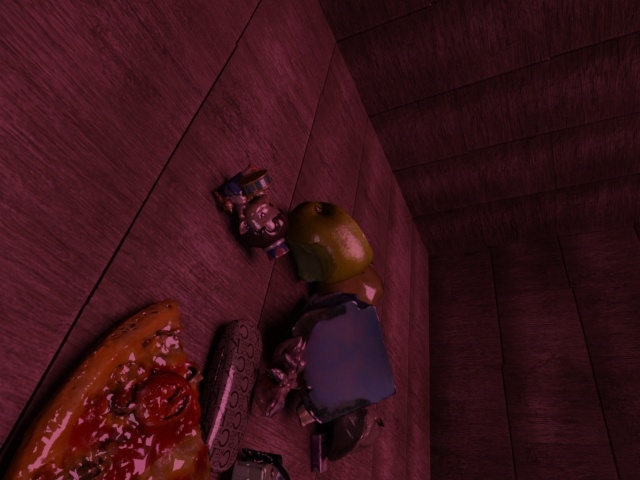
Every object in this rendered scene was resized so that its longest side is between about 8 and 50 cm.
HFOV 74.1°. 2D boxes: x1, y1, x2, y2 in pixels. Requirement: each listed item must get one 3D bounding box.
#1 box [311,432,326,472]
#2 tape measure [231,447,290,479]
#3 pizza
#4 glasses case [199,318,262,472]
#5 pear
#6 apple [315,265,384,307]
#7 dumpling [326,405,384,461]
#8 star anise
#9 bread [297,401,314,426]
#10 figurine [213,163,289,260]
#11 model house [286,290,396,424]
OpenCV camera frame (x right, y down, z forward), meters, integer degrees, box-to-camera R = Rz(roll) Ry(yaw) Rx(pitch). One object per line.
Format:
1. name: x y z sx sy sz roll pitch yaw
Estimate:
1. box: -0.006 0.706 1.412 0.051 0.036 0.117 33 53 -58
2. tape measure: -0.136 0.621 1.038 0.207 0.115 0.235 38 55 -63
3. pizza: -0.303 0.357 0.795 0.405 0.130 0.439 59 31 -25
4. glasses case: -0.220 0.364 1.030 0.137 0.085 0.354 55 35 -46
5. pear: 0.000 0.000 1.454 0.176 0.287 0.281 -44 122 -39
6. apple: 0.115 0.185 1.612 0.262 0.263 0.262 36 49 -56
7. dumpling: 0.118 0.653 1.454 0.293 0.164 0.204 140 -37 -72
8. star anise: -0.104 0.367 1.106 0.236 0.093 0.229 -34 141 -68
9. bread: -0.007 0.556 1.411 0.139 0.084 0.073 -16 96 -65
10. figurine: -0.173 -0.073 1.217 0.161 0.158 0.275 -57 132 -44
11. model house: 0.022 0.333 1.403 0.339 0.298 0.359 -153 -134 -74
